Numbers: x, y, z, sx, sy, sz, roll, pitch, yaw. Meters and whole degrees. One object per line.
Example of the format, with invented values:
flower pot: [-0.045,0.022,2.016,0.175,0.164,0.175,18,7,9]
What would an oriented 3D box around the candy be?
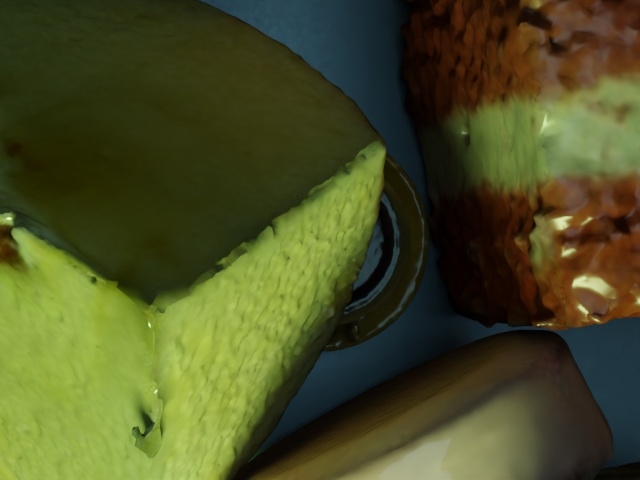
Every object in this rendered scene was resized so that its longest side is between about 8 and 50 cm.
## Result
candy: [0.053,0.138,1.016,0.255,0.255,0.094,-28,91,-11]

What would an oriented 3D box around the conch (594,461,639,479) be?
conch: [0.144,0.265,1.032,0.352,0.210,0.297,27,74,-44]

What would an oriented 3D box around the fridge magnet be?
fridge magnet: [0.000,0.000,1.109,0.143,0.063,0.143,0,91,-9]

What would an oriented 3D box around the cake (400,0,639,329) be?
cake: [0.202,-0.120,1.048,0.270,0.269,0.320,-9,91,-11]

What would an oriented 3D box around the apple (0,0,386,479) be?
apple: [-0.156,-0.012,0.990,0.309,0.252,0.314,29,90,25]
